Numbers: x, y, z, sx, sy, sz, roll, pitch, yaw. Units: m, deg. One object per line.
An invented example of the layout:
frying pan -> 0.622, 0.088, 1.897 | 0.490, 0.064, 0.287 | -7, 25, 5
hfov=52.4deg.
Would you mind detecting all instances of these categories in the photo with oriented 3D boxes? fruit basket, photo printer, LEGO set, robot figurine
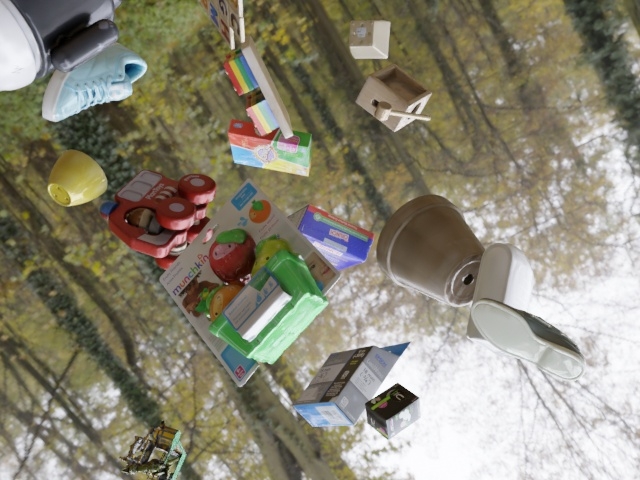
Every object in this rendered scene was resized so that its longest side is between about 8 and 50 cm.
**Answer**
fruit basket -> -0.171, 0.079, 1.411 | 0.327, 0.353, 0.165 | -47, 155, 6
photo printer -> 0.532, 0.167, 1.896 | 0.107, 0.256, 0.308 | 6, -105, 35
LEGO set -> -0.569, 0.722, 2.023 | 0.192, 0.255, 0.331 | 14, -117, 10
robot figurine -> -0.411, -0.331, 0.927 | 0.209, 0.174, 0.278 | 3, -138, 42

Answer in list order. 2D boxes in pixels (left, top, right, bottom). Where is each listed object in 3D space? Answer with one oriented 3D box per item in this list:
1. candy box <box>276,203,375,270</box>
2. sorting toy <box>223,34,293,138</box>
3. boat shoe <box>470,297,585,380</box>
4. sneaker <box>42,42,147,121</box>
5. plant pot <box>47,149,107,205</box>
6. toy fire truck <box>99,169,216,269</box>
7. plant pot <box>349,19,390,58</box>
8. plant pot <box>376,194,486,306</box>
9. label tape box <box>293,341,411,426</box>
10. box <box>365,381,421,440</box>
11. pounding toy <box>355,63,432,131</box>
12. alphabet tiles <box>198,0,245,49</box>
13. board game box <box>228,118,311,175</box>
candy box -> 0.000, 0.000, 2.338 | 0.317, 0.268, 0.122 | -21, -134, 66
sorting toy -> -0.174, -0.410, 1.774 | 0.089, 0.255, 0.257 | -25, -157, 5
boat shoe -> 0.537, 0.243, 1.687 | 0.116, 0.319, 0.099 | -64, 171, 32
sneaker -> -0.592, -0.425, 1.745 | 0.135, 0.150, 0.366 | 107, 7, -47
plant pot -> -0.601, -0.138, 1.571 | 0.134, 0.134, 0.095 | -19, -152, 39
toy fire truck -> -0.423, -0.071, 1.690 | 0.254, 0.169, 0.302 | 17, -143, 8
plant pot -> 0.135, -0.595, 1.901 | 0.109, 0.109, 0.096 | 7, -172, 22
plant pot -> 0.385, 0.056, 2.048 | 0.323, 0.323, 0.280 | -37, -139, -8
label tape box -> 0.096, 0.408, 1.991 | 0.334, 0.106, 0.240 | -49, -167, -33
box -> 0.132, 0.311, 1.188 | 0.083, 0.052, 0.062 | -25, -147, -30
pounding toy -> 0.176, -0.314, 1.561 | 0.206, 0.181, 0.094 | -37, 162, -46
alphabet tiles -> -0.228, -0.558, 1.277 | 0.011, 0.285, 0.342 | -22, -121, -19
board game box -> -0.195, -0.365, 2.579 | 0.242, 0.316, 0.064 | 91, 10, -68
